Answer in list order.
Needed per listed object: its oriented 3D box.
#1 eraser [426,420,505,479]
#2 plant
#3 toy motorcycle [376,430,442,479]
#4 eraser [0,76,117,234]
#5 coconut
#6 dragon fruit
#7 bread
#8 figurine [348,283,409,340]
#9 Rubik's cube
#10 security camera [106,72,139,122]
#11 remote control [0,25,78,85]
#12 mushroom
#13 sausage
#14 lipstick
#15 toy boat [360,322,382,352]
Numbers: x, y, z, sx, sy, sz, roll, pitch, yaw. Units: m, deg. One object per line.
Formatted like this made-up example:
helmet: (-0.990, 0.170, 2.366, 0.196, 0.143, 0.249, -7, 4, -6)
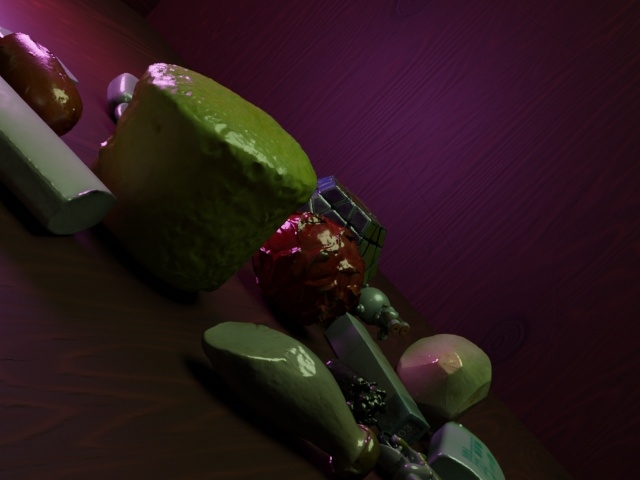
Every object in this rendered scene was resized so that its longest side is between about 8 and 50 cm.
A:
eraser: (0.298, 0.484, 1.905, 0.189, 0.104, 0.290, 51, 9, 5)
plant: (0.059, 0.285, 1.738, 0.143, 0.094, 0.092, 43, -4, 20)
toy motorcycle: (0.176, 0.435, 1.638, 0.225, 0.073, 0.152, 46, 10, 1)
eraser: (-0.432, -0.133, 1.344, 0.270, 0.095, 0.174, 46, 8, 5)
coconut: (0.274, 0.316, 2.127, 0.197, 0.237, 0.237, 53, 11, 25)
dragon fruit: (-0.022, 0.061, 1.985, 0.252, 0.241, 0.241, 28, 5, 12)
bread: (-0.210, -0.105, 1.560, 0.348, 0.308, 0.348, 38, 13, -11)
figurine: (0.133, 0.178, 2.202, 0.147, 0.093, 0.197, 21, 19, -34)
Rubik's cube: (0.000, 0.000, 2.245, 0.319, 0.319, 0.264, -106, 176, -74)
security camera: (-0.434, -0.280, 2.178, 0.157, 0.080, 0.301, 42, 18, -34)
remote control: (-0.609, -0.387, 1.957, 0.103, 0.034, 0.250, 47, 9, 16)
mushroom: (-0.039, 0.235, 1.398, 0.350, 0.128, 0.128, 47, 7, -21)
sausage: (-0.498, -0.268, 1.596, 0.133, 0.133, 0.258, 35, 14, -53)
lipstick: (0.115, 0.295, 2.013, 0.076, 0.080, 0.371, 39, 9, -35)
toy boat: (0.105, 0.261, 2.219, 0.206, 0.064, 0.072, 54, -5, 48)
